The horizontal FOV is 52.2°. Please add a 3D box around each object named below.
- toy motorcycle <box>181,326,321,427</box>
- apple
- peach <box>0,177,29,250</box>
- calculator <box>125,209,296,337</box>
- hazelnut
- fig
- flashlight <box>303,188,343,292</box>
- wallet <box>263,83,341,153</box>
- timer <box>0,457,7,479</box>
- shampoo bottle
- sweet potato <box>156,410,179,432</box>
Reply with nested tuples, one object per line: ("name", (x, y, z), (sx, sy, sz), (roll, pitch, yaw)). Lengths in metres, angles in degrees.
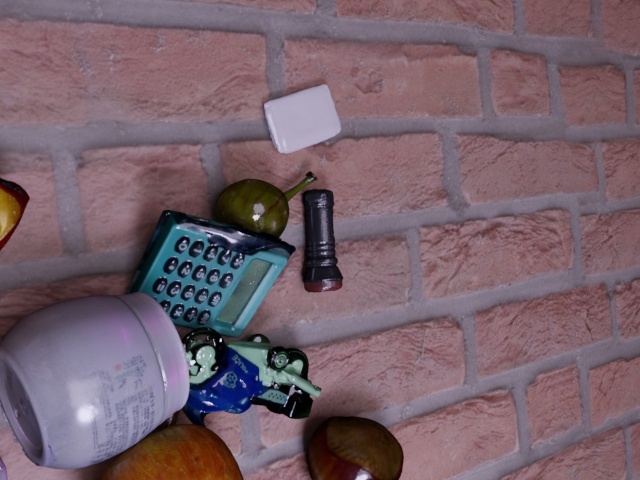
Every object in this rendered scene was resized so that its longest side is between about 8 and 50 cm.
("toy motorcycle", (-0.157, 0.288, 1.319), (0.331, 0.125, 0.196), (21, 89, -38))
("apple", (-0.256, 0.489, 1.171), (0.278, 0.250, 0.309), (-37, 152, -8))
("peach", (-0.601, -0.012, 1.034), (0.267, 0.154, 0.158), (-23, 94, -40))
("calculator", (-0.215, 0.071, 1.267), (0.274, 0.058, 0.248), (18, 116, -32))
("hazelnut", (0.072, 0.500, 1.456), (0.230, 0.230, 0.229), (0, 91, -33))
("fig", (-0.113, -0.085, 1.380), (0.151, 0.151, 0.259), (63, 37, -17))
("flashlight", (0.000, 0.000, 1.468), (0.093, 0.093, 0.231), (-1, 86, -33))
("wallet", (-0.040, -0.272, 1.465), (0.183, 0.032, 0.124), (-26, 104, -28))
("timer", (-0.637, 0.412, 1.065), (0.190, 0.069, 0.208), (49, 67, -24))
("shampoo bottle", (-0.384, 0.228, 1.107), (0.266, 0.273, 0.272), (-19, 101, -42))
("sweet potato", (-0.289, 0.328, 1.306), (0.044, 0.044, 0.179), (38, 64, -27))
